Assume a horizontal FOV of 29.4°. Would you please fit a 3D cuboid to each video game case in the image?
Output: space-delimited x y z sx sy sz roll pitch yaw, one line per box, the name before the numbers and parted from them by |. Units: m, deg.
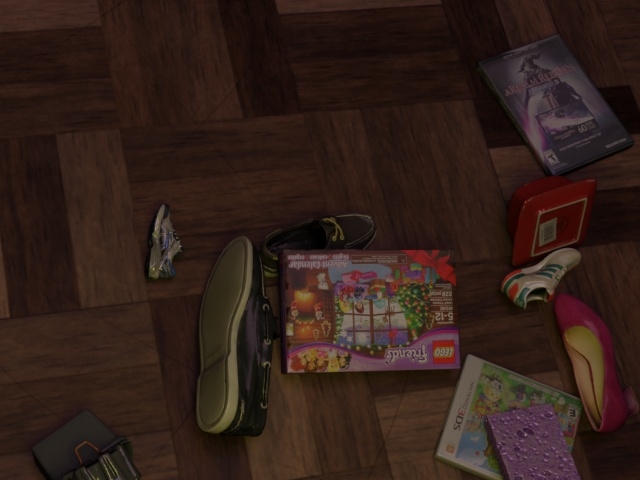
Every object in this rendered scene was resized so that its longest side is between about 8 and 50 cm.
video game case | 0.446 -0.259 2.326 0.196 0.026 0.274 -22 70 -21
video game case | 0.312 0.309 2.001 0.212 0.023 0.193 22 61 0

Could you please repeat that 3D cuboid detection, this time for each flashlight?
flashlight | -0.238 0.436 1.731 0.103 0.103 0.304 -28 89 -50

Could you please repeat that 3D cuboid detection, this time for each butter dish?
butter dish | 0.389 -0.056 2.154 0.160 0.160 0.118 -18 45 -20

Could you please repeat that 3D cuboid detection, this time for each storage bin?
storage bin | -0.363 0.319 1.821 0.135 0.098 0.091 -36 65 -25

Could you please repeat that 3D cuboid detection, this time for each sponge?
sponge | 0.346 0.363 1.928 0.117 0.031 0.210 -7 54 -15

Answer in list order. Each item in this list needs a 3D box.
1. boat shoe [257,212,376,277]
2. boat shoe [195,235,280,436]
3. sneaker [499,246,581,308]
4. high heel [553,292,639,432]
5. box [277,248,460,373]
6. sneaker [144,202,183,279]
boat shoe | 0.000 0.000 2.070 0.228 0.068 0.081 -20 69 -20
boat shoe | -0.117 0.157 1.945 0.113 0.127 0.340 25 48 -32
sneaker | 0.395 0.072 2.112 0.161 0.057 0.075 -22 50 -17
high heel | 0.439 0.204 2.037 0.117 0.082 0.244 -13 76 -48
box | 0.080 0.115 2.000 0.293 0.057 0.200 -1 83 -13
sneaker | -0.257 0.005 2.031 0.058 0.052 0.135 11 68 -17
